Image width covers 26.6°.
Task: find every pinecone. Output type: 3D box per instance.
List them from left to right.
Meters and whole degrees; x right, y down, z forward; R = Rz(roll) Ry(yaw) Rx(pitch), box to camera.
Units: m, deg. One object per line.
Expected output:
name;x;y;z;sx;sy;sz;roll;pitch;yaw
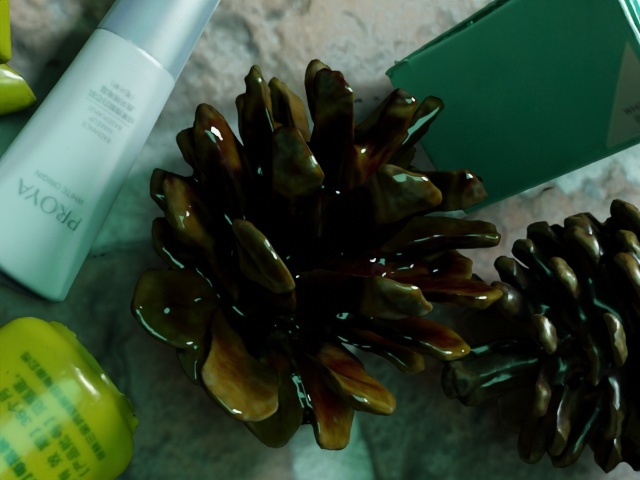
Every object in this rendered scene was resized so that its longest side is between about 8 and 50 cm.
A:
pinecone;0.002;-0.001;0.801;0.201;0.202;0.229;-25;73;13
pinecone;0.181;0.063;0.876;0.212;0.185;0.168;-4;51;1

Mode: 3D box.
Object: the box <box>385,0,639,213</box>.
box;0.226;-0.140;0.888;0.311;0.205;0.118;-26;89;-37

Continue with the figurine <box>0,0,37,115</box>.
figurine;-0.271;-0.172;0.720;0.218;0.169;0.326;-36;131;-56

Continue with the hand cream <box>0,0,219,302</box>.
hand cream;-0.134;-0.084;0.838;0.079;0.048;0.255;33;70;-16

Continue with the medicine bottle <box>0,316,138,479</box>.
medicine bottle;-0.241;0.166;0.734;0.309;0.076;0.111;-38;95;-23
